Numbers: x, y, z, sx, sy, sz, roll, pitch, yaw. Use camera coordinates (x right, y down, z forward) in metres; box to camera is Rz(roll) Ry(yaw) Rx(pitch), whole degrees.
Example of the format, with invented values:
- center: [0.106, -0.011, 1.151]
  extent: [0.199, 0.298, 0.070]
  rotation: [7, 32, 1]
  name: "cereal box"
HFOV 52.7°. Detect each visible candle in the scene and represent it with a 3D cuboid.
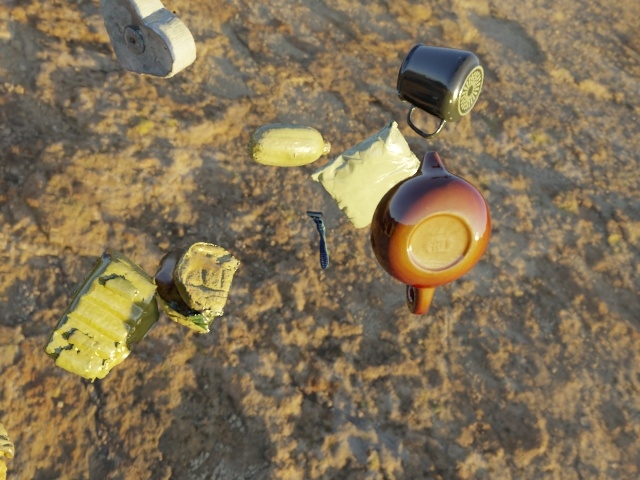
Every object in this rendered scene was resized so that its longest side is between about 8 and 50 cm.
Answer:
- center: [-0.316, -0.368, 1.158]
  extent: [0.192, 0.168, 0.068]
  rotation: [49, 56, -4]
  name: "candle"

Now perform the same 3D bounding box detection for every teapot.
- center: [0.157, -0.006, 0.969]
  extent: [0.178, 0.252, 0.135]
  rotation: [1, 28, -6]
  name: "teapot"

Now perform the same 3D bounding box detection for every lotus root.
- center: [-0.058, -0.189, 1.295]
  extent: [0.183, 0.090, 0.077]
  rotation: [-1, 68, -30]
  name: "lotus root"

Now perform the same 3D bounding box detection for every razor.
- center: [0.002, -0.003, 1.543]
  extent: [0.044, 0.154, 0.028]
  rotation: [6, 30, 30]
  name: "razor"

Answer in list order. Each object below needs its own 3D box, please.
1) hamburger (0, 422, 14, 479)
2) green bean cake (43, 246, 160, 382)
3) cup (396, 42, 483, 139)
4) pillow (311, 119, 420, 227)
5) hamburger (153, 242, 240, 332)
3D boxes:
- center: [-0.442, 0.218, 0.506]
  extent: [0.330, 0.209, 0.162]
  rotation: [-38, 46, -22]
  name: "hamburger"
- center: [-0.519, 0.184, 1.581]
  extent: [0.202, 0.285, 0.310]
  rotation: [35, -4, -17]
  name: "green bean cake"
- center: [0.272, -0.359, 1.549]
  extent: [0.177, 0.223, 0.169]
  rotation: [28, 5, 24]
  name: "cup"
- center: [0.154, -0.172, 1.840]
  extent: [0.280, 0.274, 0.076]
  rotation: [47, 18, -42]
  name: "pillow"
- center: [-0.354, 0.114, 1.797]
  extent: [0.211, 0.132, 0.308]
  rotation: [33, 34, -15]
  name: "hamburger"
